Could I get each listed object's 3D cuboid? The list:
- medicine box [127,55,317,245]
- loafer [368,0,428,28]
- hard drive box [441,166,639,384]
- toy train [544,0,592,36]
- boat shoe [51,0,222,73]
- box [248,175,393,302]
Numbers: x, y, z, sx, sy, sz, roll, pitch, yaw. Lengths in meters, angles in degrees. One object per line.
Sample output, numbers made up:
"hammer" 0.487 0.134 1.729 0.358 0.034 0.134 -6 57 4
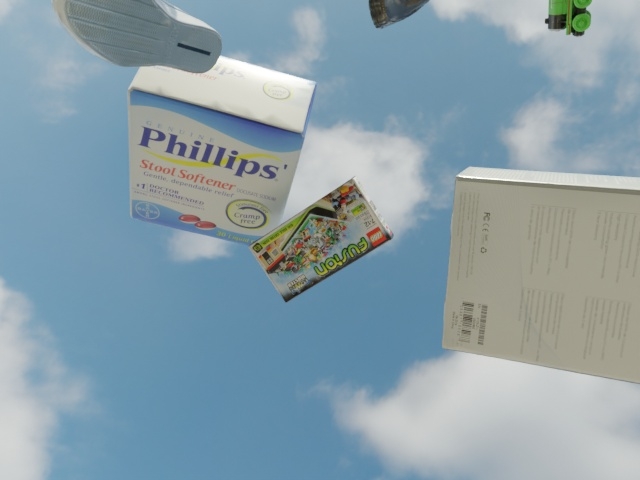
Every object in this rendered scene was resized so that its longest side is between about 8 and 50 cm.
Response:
"medicine box" -0.170 -0.148 0.972 0.263 0.149 0.289 14 -40 -6
"loafer" 0.111 -0.315 0.726 0.061 0.170 0.062 3 -48 32
"hard drive box" 0.246 0.029 0.563 0.232 0.089 0.181 8 -74 22
"toy train" 0.129 -0.147 0.299 0.023 0.017 0.083 4 -57 23
"boat shoe" -0.197 -0.224 0.605 0.075 0.226 0.083 32 -78 19
"box" 0.000 0.000 0.926 0.207 0.036 0.114 -33 -86 17
